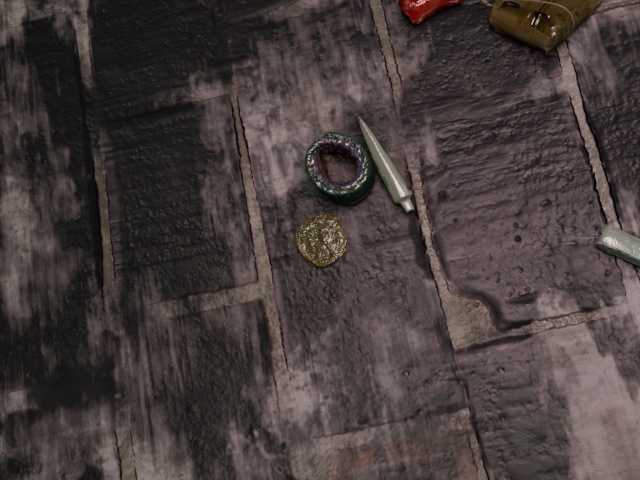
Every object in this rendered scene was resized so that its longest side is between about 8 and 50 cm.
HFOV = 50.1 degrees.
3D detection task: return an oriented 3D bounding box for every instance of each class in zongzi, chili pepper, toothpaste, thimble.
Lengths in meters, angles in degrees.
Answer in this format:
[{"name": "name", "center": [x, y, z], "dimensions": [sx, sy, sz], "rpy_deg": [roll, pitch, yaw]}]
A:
[{"name": "zongzi", "center": [0.426, -0.459, 1.338], "dimensions": [0.178, 0.081, 0.189], "rpy_deg": [-41, 58, -21]}, {"name": "chili pepper", "center": [0.220, -0.484, 1.374], "dimensions": [0.123, 0.070, 0.073], "rpy_deg": [-27, 91, 3]}, {"name": "toothpaste", "center": [0.124, -0.151, 1.332], "dimensions": [0.041, 0.064, 0.218], "rpy_deg": [-29, 78, 9]}, {"name": "thimble", "center": [0.039, -0.137, 1.326], "dimensions": [0.135, 0.090, 0.118], "rpy_deg": [43, 89, 17]}]

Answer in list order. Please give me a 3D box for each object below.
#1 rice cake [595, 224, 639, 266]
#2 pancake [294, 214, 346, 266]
[{"name": "rice cake", "center": [0.607, 0.041, 1.202], "dimensions": [0.245, 0.042, 0.045], "rpy_deg": [27, 74, 14]}, {"name": "pancake", "center": [0.001, 0.001, 1.344], "dimensions": [0.107, 0.017, 0.108], "rpy_deg": [-2, 81, 13]}]
